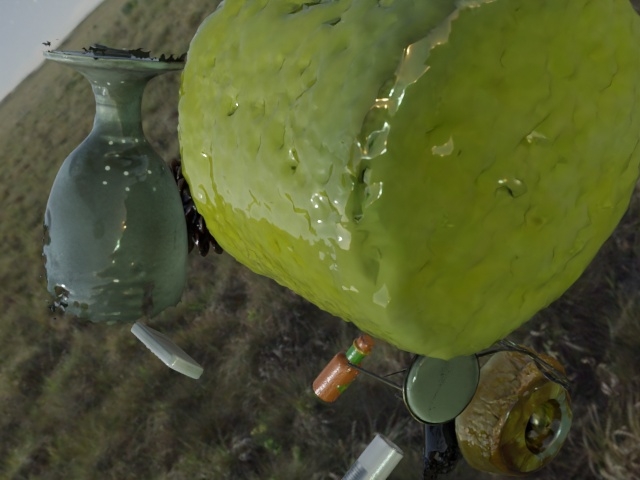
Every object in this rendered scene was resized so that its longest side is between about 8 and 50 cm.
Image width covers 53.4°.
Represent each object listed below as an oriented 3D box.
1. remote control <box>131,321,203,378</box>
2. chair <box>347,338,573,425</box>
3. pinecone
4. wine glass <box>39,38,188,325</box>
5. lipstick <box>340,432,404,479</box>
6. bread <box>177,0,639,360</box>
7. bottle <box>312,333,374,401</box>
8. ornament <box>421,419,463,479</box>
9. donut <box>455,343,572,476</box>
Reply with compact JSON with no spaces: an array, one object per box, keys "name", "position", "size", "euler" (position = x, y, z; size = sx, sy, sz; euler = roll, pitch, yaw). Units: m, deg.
[{"name":"remote control","position":[-0.307,0.220,1.272],"size":[0.190,0.087,0.029],"euler":[23,79,47]},{"name":"chair","position":[0.196,0.208,0.994],"size":[0.170,0.160,0.325],"euler":[-56,26,-8]},{"name":"pinecone","position":[-0.255,-0.077,1.483],"size":[0.292,0.246,0.246],"euler":[8,46,14]},{"name":"wine glass","position":[-0.259,-0.068,0.813],"size":[0.190,0.190,0.357],"euler":[-132,47,-64]},{"name":"lipstick","position":[0.039,0.290,0.736],"size":[0.141,0.040,0.040],"euler":[-51,26,-3]},{"name":"bread","position":[0.078,-0.091,0.543],"size":[0.348,0.348,0.308],"euler":[-49,32,-11]},{"name":"bottle","position":[0.055,0.279,1.413],"size":[0.187,0.069,0.069],"euler":[-56,18,30]},{"name":"ornament","position":[0.305,0.473,1.531],"size":[0.106,0.251,0.260],"euler":[-4,79,28]},{"name":"donut","position":[0.455,0.394,1.439],"size":[0.160,0.330,0.330],"euler":[10,57,47]}]
